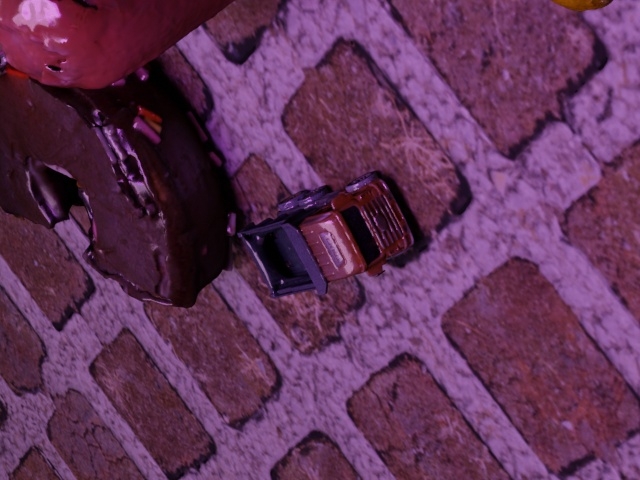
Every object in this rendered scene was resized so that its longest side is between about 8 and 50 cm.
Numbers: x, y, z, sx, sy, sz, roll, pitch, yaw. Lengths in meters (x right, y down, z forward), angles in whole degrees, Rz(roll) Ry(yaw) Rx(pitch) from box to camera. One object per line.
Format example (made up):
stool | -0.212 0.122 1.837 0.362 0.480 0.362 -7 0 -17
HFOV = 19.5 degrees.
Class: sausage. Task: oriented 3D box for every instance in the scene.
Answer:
sausage | -0.158 -0.234 1.581 0.152 0.280 0.152 38 150 27

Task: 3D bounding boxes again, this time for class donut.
donut | -0.237 -0.096 1.964 0.345 0.136 0.259 23 134 41

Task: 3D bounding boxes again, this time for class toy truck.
toy truck | 0.000 0.000 1.760 0.192 0.092 0.083 -14 107 57

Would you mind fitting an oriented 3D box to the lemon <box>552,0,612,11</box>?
lemon | 0.183 -0.201 1.348 0.092 0.065 0.065 54 154 40
